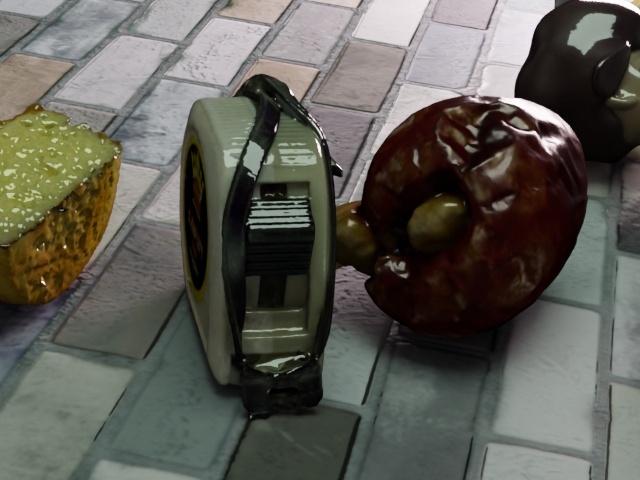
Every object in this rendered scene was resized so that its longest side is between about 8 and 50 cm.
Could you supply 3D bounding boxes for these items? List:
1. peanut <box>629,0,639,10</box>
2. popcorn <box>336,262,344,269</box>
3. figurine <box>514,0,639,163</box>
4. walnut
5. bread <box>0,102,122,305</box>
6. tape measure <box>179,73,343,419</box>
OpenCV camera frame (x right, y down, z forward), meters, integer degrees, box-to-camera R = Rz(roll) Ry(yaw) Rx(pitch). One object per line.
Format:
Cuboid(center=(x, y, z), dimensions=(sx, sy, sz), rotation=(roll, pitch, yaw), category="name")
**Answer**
Cuboid(center=(0.579, -0.334, 2.169), dimensions=(0.305, 0.147, 0.147), rotation=(-5, 30, -15), category="peanut")
Cuboid(center=(-0.003, 0.001, 1.481), dimensions=(0.068, 0.059, 0.083), rotation=(17, 36, -51), category="popcorn")
Cuboid(center=(0.398, -0.166, 1.724), dimensions=(0.365, 0.206, 0.218), rotation=(23, 31, 29), category="figurine")
Cuboid(center=(0.135, -0.022, 1.416), dimensions=(0.244, 0.222, 0.269), rotation=(-17, -3, 32), category="walnut")
Cuboid(center=(-0.281, -0.016, 1.360), dimensions=(0.143, 0.139, 0.229), rotation=(17, 36, 20), category="bread")
Cuboid(center=(-0.047, -0.013, 1.304), dimensions=(0.133, 0.231, 0.271), rotation=(0, 28, -12), category="tape measure")
